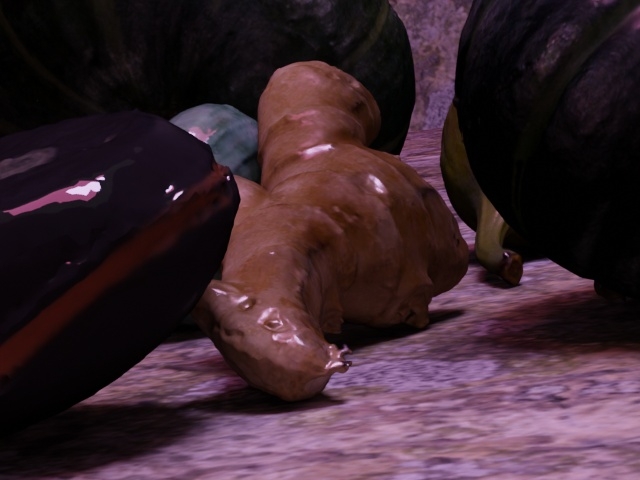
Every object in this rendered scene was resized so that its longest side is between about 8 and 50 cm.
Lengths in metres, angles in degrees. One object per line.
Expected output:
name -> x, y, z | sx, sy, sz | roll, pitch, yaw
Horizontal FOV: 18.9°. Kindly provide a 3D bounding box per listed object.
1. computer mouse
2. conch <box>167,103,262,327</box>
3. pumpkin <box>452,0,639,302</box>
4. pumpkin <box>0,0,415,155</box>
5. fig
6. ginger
computer mouse -> -0.186, 0.037, 0.835 | 0.323, 0.116, 0.183 | -16, 12, 8
conch -> -0.102, -0.005, 1.123 | 0.188, 0.122, 0.176 | -6, 23, 40
pumpkin -> 0.183, -0.058, 0.950 | 0.250, 0.216, 0.250 | 12, 30, -7
pumpkin -> -0.087, -0.116, 1.274 | 0.300, 0.300, 0.207 | -6, 40, 20
fig -> 0.131, -0.030, 1.214 | 0.149, 0.149, 0.245 | -5, 28, 26
ginger -> 0.000, 0.000, 0.980 | 0.081, 0.148, 0.334 | -44, 6, 25
